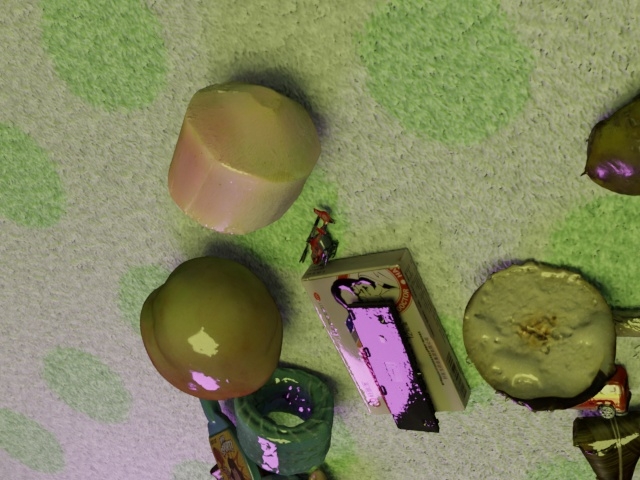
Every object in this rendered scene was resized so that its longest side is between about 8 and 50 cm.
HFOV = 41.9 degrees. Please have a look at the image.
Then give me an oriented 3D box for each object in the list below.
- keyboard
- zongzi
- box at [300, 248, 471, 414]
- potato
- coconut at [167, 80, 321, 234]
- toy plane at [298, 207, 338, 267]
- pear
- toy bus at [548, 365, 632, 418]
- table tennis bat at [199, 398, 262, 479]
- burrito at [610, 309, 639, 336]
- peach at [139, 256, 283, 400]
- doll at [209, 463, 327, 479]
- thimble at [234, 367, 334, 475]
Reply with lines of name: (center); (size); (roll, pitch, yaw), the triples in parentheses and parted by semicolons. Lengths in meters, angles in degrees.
keyboard: (0.146, 0.242, 1.586); (0.106, 0.027, 0.317); (-3, 122, 32)
zongzi: (0.580, 0.387, 1.536); (0.184, 0.084, 0.187); (-21, 120, 25)
box: (0.130, 0.186, 1.611); (0.214, 0.069, 0.353); (-10, 118, 32)
potato: (0.478, -0.136, 1.162); (0.251, 0.113, 0.149); (-23, 115, 35)
coconut: (-0.121, -0.148, 1.386); (0.233, 0.233, 0.245); (34, 132, -1)
toy plane: (0.000, 0.000, 1.552); (0.060, 0.037, 0.145); (30, 137, 17)
pear: (0.379, 0.181, 1.417); (0.267, 0.267, 0.178); (4, 156, 24)
toy bus: (0.462, 0.262, 1.498); (0.174, 0.079, 0.077); (1, 116, 27)
table tennis bat: (-0.211, 0.460, 1.897); (0.329, 0.044, 0.215); (65, 153, 8)
burrito: (0.531, 0.139, 1.392); (0.171, 0.042, 0.051); (-1, 123, 31)
peach: (-0.213, 0.180, 1.648); (0.292, 0.247, 0.292); (7, 105, 28)
doll: (-0.111, 0.661, 1.985); (0.340, 0.209, 0.317); (3, 109, 32)
thimble: (-0.079, 0.374, 1.770); (0.235, 0.198, 0.143); (37, 140, 33)
